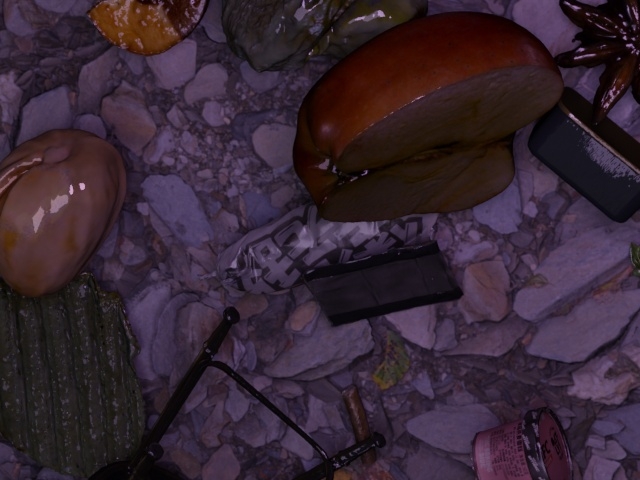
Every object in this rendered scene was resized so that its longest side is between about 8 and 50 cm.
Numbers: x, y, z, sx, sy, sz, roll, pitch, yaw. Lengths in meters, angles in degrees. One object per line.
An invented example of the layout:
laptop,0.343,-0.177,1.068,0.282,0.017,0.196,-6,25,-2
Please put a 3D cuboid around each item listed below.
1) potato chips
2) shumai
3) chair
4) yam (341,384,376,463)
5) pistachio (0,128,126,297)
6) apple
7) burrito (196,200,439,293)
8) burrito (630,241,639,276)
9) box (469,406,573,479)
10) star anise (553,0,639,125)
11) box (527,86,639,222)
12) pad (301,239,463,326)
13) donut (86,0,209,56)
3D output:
potato chips,-0.494,0.246,2.134,0.358,0.070,0.429,-1,108,11
shumai,0.024,-0.373,1.773,0.263,0.304,0.309,27,116,-33
chair,-0.189,0.429,1.953,0.364,0.362,0.410,41,126,-10
yam,0.069,0.324,2.038,0.032,0.032,0.145,-11,105,17
pistachio,-0.451,-0.050,1.959,0.230,0.230,0.309,30,115,3
apple,0.147,-0.158,1.654,0.365,0.295,0.329,-14,111,-17
burrito,0.000,0.000,1.916,0.445,0.101,0.139,-23,112,17
burrito,0.570,-0.058,1.778,0.104,0.054,0.288,41,112,-1
box,0.329,0.364,1.926,0.135,0.151,0.151,-20,102,27
star anise,0.459,-0.282,1.718,0.272,0.102,0.272,0,89,-4
box,0.412,-0.127,1.751,0.201,0.144,0.090,38,116,-1
pad,0.101,0.071,1.904,0.233,0.022,0.174,-15,141,16
donut,-0.255,-0.380,1.867,0.217,0.085,0.141,-26,100,21
